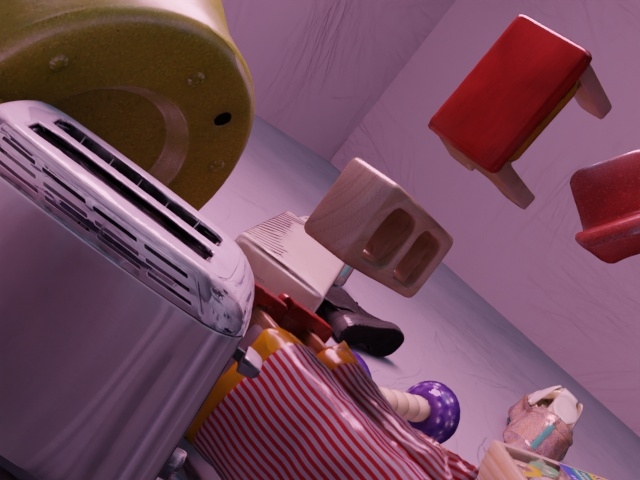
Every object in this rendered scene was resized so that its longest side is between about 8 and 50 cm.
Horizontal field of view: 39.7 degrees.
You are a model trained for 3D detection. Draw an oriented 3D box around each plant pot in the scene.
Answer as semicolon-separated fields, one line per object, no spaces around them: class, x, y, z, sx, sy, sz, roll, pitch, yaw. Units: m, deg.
plant pot;-0.229;-0.173;0.648;0.366;0.366;0.353;25;28;-57

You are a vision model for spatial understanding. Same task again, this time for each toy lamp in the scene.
toy lamp;0.049;0.151;0.847;0.080;0.080;0.275;44;8;32

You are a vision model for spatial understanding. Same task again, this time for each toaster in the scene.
toaster;-0.142;0.027;0.469;0.227;0.146;0.129;37;8;-5

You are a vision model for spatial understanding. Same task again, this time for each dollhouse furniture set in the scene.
dollhouse furniture set;0.075;0.038;0.563;0.201;0.374;0.152;42;5;32

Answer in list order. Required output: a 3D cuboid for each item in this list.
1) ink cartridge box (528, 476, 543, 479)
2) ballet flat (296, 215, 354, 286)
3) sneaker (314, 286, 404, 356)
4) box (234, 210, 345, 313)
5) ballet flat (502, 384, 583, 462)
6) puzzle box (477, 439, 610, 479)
ink cartridge box;0.107;0.230;0.425;0.087;0.153;0.208;38;8;-4
ballet flat;0.000;0.000;1.441;0.072;0.068;0.213;32;10;-37
sneaker;0.039;0.097;1.155;0.170;0.051;0.089;22;23;-51
box;-0.047;0.047;0.877;0.094;0.113;0.275;37;7;1
ballet flat;0.335;0.269;1.297;0.107;0.106;0.316;40;9;11
puzzle box;0.339;0.347;0.851;0.272;0.052;0.409;22;11;-16
